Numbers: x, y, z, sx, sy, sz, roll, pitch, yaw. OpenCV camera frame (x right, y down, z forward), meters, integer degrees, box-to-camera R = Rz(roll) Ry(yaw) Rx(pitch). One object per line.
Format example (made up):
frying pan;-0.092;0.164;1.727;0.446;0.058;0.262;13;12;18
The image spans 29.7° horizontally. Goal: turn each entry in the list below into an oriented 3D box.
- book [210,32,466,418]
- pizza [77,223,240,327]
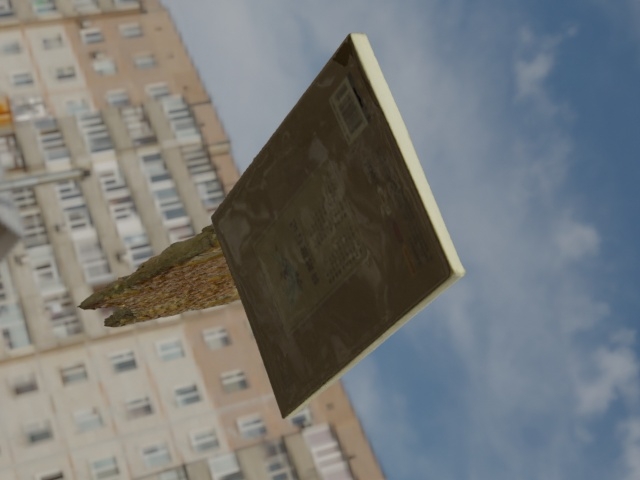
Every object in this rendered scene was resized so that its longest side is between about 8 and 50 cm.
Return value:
book;0.000;0.000;1.033;0.310;0.021;0.217;-47;-121;52
pizza;-0.142;0.043;1.316;0.262;0.181;0.034;-22;-113;24
